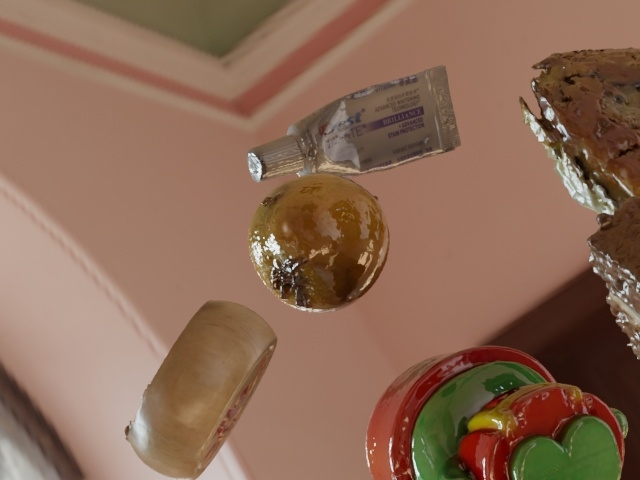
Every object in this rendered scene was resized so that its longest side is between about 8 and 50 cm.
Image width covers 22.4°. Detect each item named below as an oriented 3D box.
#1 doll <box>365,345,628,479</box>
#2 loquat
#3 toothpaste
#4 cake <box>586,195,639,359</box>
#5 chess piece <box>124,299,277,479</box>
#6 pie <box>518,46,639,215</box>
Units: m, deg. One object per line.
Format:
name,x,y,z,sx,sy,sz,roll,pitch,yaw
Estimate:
doll,0.134,0.179,1.475,0.182,0.160,0.363,-26,2,-20
loquat,0.000,0.000,1.539,0.141,0.141,0.141,-26,-22,-11
toothpaste,0.043,-0.128,2.000,0.282,0.068,0.099,-17,-44,-19
cake,0.268,0.034,1.042,0.135,0.134,0.147,-37,-44,-8
chess piece,-0.053,0.067,0.723,0.084,0.038,0.084,-57,-6,-9
pie,0.342,-0.102,1.600,0.308,0.308,0.085,-17,-36,-30
